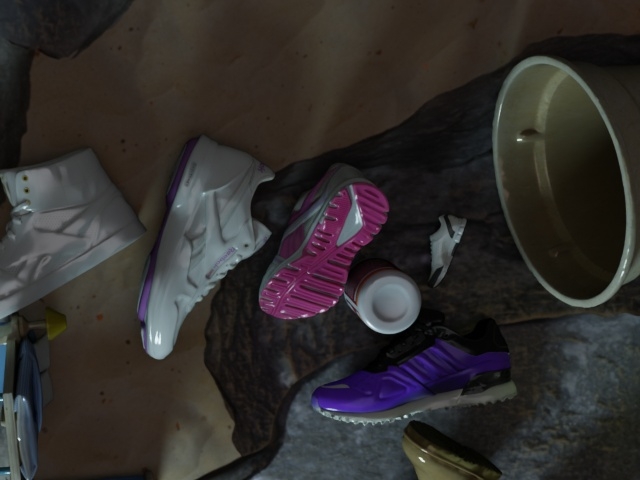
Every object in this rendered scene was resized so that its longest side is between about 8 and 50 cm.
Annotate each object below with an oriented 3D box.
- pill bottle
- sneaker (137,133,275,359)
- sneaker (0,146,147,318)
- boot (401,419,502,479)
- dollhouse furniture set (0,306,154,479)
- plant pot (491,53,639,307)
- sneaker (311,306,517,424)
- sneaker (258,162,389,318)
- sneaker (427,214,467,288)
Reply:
[{"bbox_3d":[0.079,0.069,1.807,0.086,0.152,0.086,-2,100,-10],"label":"pill bottle"},{"bbox_3d":[-0.151,0.021,1.776,0.152,0.114,0.305,17,96,-11],"label":"sneaker"},{"bbox_3d":[-0.394,-0.007,1.740,0.292,0.108,0.169,-33,102,-13],"label":"sneaker"},{"bbox_3d":[0.123,0.400,1.866,0.269,0.089,0.236,-54,136,1],"label":"boot"},{"bbox_3d":[-0.311,0.268,1.703,0.198,0.286,0.303,-4,112,-10],"label":"dollhouse furniture set"},{"bbox_3d":[0.442,-0.107,1.782,0.305,0.334,0.334,-13,102,-20],"label":"plant pot"},{"bbox_3d":[0.124,0.167,1.868,0.293,0.102,0.146,-8,95,-13],"label":"sneaker"},{"bbox_3d":[0.000,0.000,1.812,0.103,0.111,0.252,27,116,-25],"label":"sneaker"},{"bbox_3d":[0.168,0.014,1.877,0.043,0.040,0.109,21,92,3],"label":"sneaker"}]
